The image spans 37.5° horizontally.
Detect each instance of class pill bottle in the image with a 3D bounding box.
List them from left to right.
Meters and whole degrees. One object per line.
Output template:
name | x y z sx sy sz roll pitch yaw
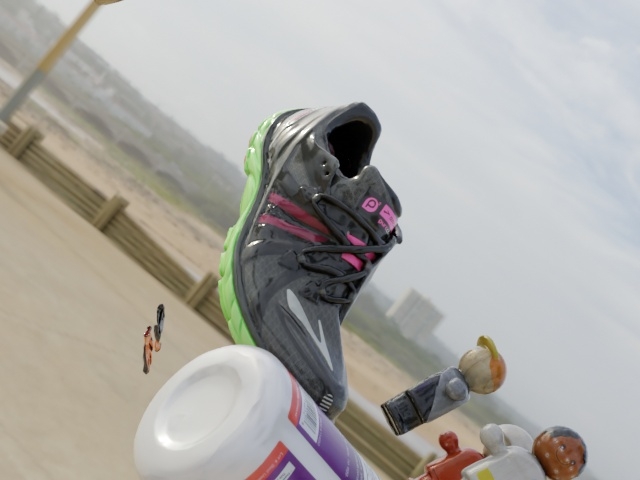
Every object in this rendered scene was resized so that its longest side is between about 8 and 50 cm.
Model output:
pill bottle | -0.041 0.272 1.012 0.323 0.181 0.181 54 -10 -32

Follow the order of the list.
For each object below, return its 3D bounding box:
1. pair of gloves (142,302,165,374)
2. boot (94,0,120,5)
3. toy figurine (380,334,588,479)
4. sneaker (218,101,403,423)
pair of gloves | -0.212 0.126 1.203 0.010 0.074 0.083 10 34 2
boot | -0.197 -0.453 1.219 0.089 0.269 0.236 -136 -151 -70
toy figurine | 0.173 0.224 0.912 0.213 0.148 0.210 51 -16 56
sneaker | 0.000 0.000 1.196 0.185 0.202 0.483 41 40 -45
